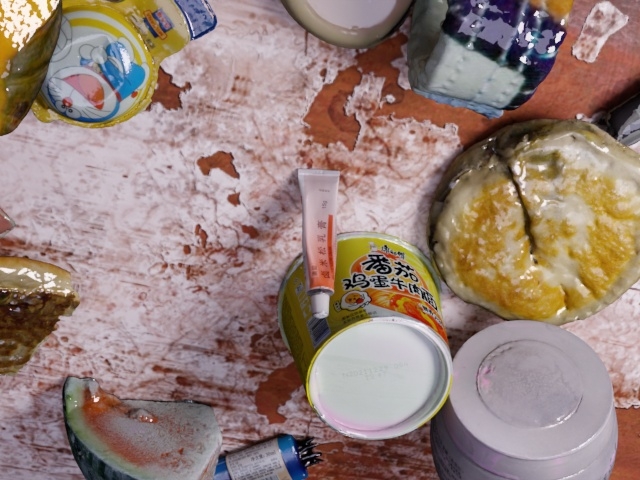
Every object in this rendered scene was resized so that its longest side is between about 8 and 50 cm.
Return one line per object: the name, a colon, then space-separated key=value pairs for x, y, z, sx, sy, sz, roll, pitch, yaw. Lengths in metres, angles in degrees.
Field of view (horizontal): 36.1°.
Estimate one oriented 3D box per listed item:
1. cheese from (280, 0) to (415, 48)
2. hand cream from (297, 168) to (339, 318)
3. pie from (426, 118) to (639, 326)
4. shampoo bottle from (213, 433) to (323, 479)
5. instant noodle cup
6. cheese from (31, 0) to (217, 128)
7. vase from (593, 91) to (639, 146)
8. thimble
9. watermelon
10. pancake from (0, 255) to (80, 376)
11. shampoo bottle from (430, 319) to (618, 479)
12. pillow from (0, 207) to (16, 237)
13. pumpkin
cheese: x=-0.010 y=-0.357 z=1.202 sx=0.286 sy=0.082 sz=0.163 roll=37 pitch=107 yaw=-22
hand cream: x=0.001 y=0.001 z=1.342 sx=0.052 sy=0.216 sz=0.038 roll=14 pitch=155 yaw=-36
pie: x=0.317 y=-0.020 z=1.397 sx=0.339 sy=0.077 sz=0.339 roll=4 pitch=117 yaw=8
shampoo bottle: x=-0.087 y=0.365 z=1.586 sx=0.183 sy=0.050 sz=0.087 roll=-19 pitch=116 yaw=3
instant noodle cup: x=0.072 y=0.143 z=1.407 sx=0.264 sy=0.200 sz=0.264 roll=-3 pitch=117 yaw=-6
cheese: x=-0.262 y=-0.240 z=1.236 sx=0.270 sy=0.069 sz=0.177 roll=-30 pitch=117 yaw=8
vase: x=0.415 y=-0.154 z=1.373 sx=0.211 sy=0.060 sz=0.060 roll=-34 pitch=117 yaw=17
thimble: x=0.199 y=-0.269 z=1.196 sx=0.150 sy=0.237 sz=0.237 roll=15 pitch=115 yaw=-10
watermelon: x=-0.240 y=0.313 z=1.465 sx=0.213 sy=0.289 sz=0.320 roll=-41 pitch=104 yaw=-19
pancake: x=-0.476 y=0.110 z=1.386 sx=0.266 sy=0.057 sz=0.245 roll=-6 pitch=138 yaw=-18
shampoo bottle: x=0.299 y=0.277 z=1.449 sx=0.272 sy=0.273 sz=0.266 roll=-8 pitch=140 yaw=-3
pillow: x=-0.530 y=-0.026 z=1.310 sx=0.179 sy=0.075 sz=0.171 roll=-32 pitch=120 yaw=11
pumpkin: x=-0.445 y=-0.268 z=1.097 sx=0.303 sy=0.256 sz=0.225 roll=19 pitch=112 yaw=-31
